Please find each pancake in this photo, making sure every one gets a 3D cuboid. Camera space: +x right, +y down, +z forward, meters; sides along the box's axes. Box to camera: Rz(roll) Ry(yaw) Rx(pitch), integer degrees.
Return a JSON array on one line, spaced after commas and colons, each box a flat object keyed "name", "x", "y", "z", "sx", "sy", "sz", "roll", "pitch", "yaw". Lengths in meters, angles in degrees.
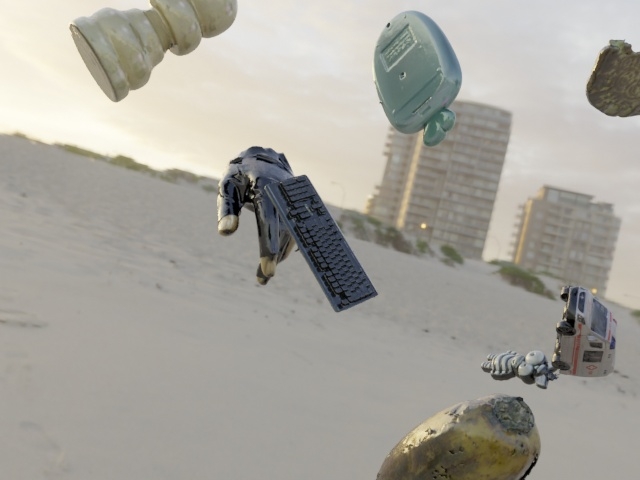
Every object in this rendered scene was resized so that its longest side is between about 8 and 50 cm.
[{"name": "pancake", "x": 0.571, "y": -0.301, "z": 1.197, "sx": 0.286, "sy": 0.033, "sz": 0.288, "roll": 0, "pitch": -34, "yaw": -19}]

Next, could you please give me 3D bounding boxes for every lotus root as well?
[{"name": "lotus root", "x": 0.227, "y": 0.398, "z": 1.309, "sx": 0.196, "sy": 0.179, "sz": 0.397, "roll": 11, "pitch": -45, "yaw": -25}]

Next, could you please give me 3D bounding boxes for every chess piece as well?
[{"name": "chess piece", "x": -0.288, "y": -0.388, "z": 1.363, "sx": 0.167, "sy": 0.299, "sz": 0.167, "roll": 51, "pitch": -19, "yaw": 24}]

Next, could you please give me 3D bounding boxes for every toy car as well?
[{"name": "toy car", "x": 0.473, "y": 0.164, "z": 1.315, "sx": 0.108, "sy": 0.089, "sz": 0.210, "roll": 8, "pitch": -36, "yaw": 21}]

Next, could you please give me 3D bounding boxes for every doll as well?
[{"name": "doll", "x": 0.479, "y": 0.304, "z": 1.783, "sx": 0.219, "sy": 0.091, "sz": 0.067, "roll": 0, "pitch": -55, "yaw": 56}]

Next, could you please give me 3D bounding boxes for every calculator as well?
[{"name": "calculator", "x": 0.183, "y": -0.315, "z": 1.434, "sx": 0.041, "sy": 0.299, "sz": 0.185, "roll": 10, "pitch": -37, "yaw": -41}]

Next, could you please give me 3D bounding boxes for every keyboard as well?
[{"name": "keyboard", "x": 0.000, "y": 0.000, "z": 1.132, "sx": 0.093, "sy": 0.230, "sz": 0.025, "roll": -21, "pitch": -18, "yaw": -34}]

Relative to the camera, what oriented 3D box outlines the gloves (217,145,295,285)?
[{"name": "gloves", "x": -0.116, "y": -0.056, "z": 1.463, "sx": 0.197, "sy": 0.301, "sz": 0.152, "roll": 9, "pitch": -28, "yaw": -29}]
